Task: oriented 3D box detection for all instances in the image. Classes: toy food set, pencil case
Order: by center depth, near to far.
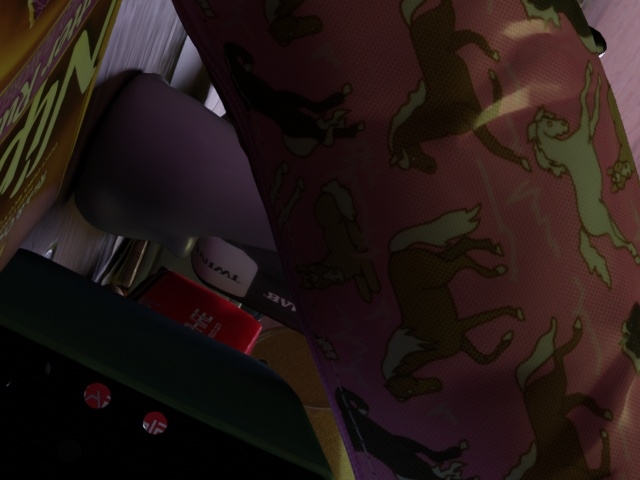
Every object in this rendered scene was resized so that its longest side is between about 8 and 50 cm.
[{"bbox_3d":[0.058,0.000,0.671,0.160,0.386,0.167,-8,-166,41],"label":"pencil case"},{"bbox_3d":[-0.151,0.041,1.071,0.078,0.019,0.122,117,-8,-53],"label":"toy food set"}]

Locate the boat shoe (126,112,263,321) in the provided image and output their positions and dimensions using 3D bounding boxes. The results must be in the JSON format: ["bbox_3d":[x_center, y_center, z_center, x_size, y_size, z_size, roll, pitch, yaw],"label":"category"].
[{"bbox_3d":[-0.065,-0.006,1.194,0.340,0.127,0.113,-61,-179,21],"label":"boat shoe"}]

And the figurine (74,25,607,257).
[{"bbox_3d":[0.010,-0.063,0.771,0.215,0.209,0.092,-62,180,5],"label":"figurine"}]

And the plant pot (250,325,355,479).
[{"bbox_3d":[-0.034,0.208,1.279,0.237,0.237,0.254,-62,166,-60],"label":"plant pot"}]

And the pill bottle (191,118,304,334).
[{"bbox_3d":[0.000,0.000,1.027,0.130,0.246,0.130,-64,-178,3],"label":"pill bottle"}]

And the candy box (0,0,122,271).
[{"bbox_3d":[-0.086,-0.056,0.361,0.186,0.053,0.109,-61,-179,41],"label":"candy box"}]

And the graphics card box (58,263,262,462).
[{"bbox_3d":[-0.167,0.214,0.963,0.371,0.094,0.233,-62,180,10],"label":"graphics card box"}]

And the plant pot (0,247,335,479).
[{"bbox_3d":[-0.106,0.100,0.644,0.165,0.166,0.234,-63,-173,8],"label":"plant pot"}]
